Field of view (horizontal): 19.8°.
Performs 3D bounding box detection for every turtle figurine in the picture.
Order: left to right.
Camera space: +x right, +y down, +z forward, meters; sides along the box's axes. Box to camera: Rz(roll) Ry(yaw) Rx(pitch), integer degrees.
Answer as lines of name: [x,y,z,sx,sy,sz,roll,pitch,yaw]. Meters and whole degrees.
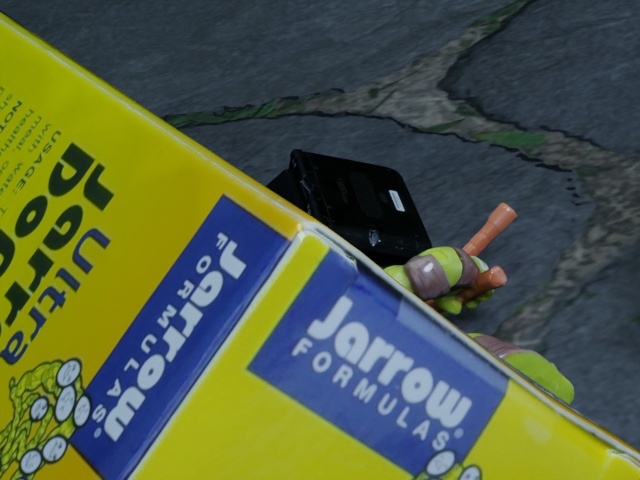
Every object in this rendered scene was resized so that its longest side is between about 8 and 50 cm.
turtle figurine: [0.027,0.052,0.911,0.269,0.087,0.217,-27,28,-20]

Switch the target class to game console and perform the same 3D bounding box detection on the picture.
game console: [0.000,0.000,1.115,0.107,0.071,0.122,10,23,-13]

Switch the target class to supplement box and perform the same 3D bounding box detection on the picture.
supplement box: [-0.075,0.061,0.751,0.195,0.194,0.356,-55,34,-1]
